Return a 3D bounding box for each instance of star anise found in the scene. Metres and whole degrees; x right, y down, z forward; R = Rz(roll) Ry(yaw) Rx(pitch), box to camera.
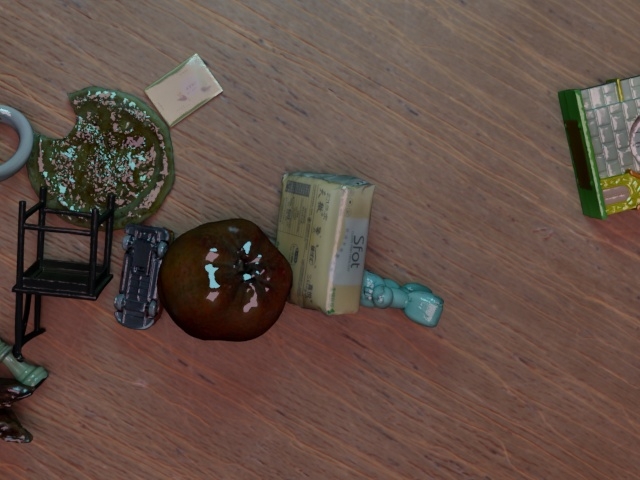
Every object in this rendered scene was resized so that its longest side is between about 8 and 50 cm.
[{"bbox_3d":[-0.600,0.252,1.836,0.288,0.088,0.288,4,103,17],"label":"star anise"}]

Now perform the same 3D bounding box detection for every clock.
[{"bbox_3d":[0.552,-0.174,1.853,0.255,0.106,0.220,-14,97,-1],"label":"clock"}]

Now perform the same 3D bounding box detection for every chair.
[{"bbox_3d":[-0.417,0.058,1.788,0.141,0.154,0.260,6,103,0],"label":"chair"}]

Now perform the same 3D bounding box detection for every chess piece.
[{"bbox_3d":[-0.531,0.197,1.869,0.149,0.059,0.059,42,93,-1],"label":"chess piece"}]

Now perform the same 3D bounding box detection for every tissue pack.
[{"bbox_3d":[0.000,0.000,1.808,0.090,0.186,0.222,5,95,-38],"label":"tissue pack"}]

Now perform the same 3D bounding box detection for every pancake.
[{"bbox_3d":[-0.363,-0.131,1.849,0.253,0.037,0.254,0,95,-2],"label":"pancake"}]

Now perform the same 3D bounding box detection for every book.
[{"bbox_3d":[-0.229,-0.251,1.853,0.111,0.014,0.077,-35,97,1],"label":"book"}]

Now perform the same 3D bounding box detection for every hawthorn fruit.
[{"bbox_3d":[-0.166,0.078,1.788,0.208,0.248,0.208,11,64,-23],"label":"hawthorn fruit"}]

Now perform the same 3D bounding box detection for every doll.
[{"bbox_3d":[0.122,0.094,1.835,0.158,0.159,0.059,19,97,-3],"label":"doll"}]

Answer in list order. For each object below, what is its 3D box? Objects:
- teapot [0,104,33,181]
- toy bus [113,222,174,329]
[{"bbox_3d":[-0.668,-0.186,1.743,0.424,0.252,0.280,9,59,-17],"label":"teapot"},{"bbox_3d":[-0.291,0.059,1.850,0.079,0.077,0.174,10,97,11],"label":"toy bus"}]
